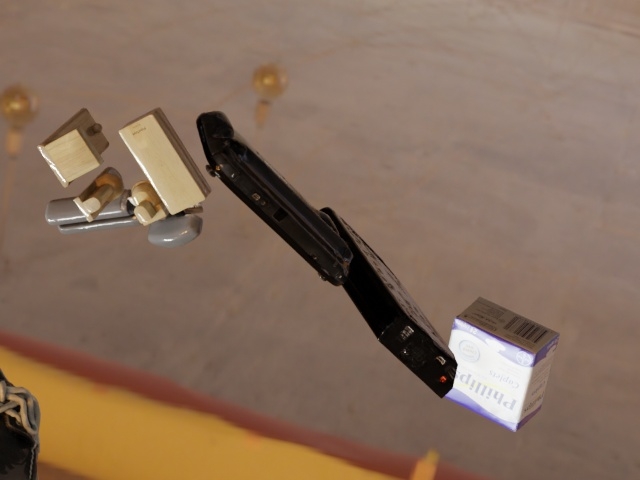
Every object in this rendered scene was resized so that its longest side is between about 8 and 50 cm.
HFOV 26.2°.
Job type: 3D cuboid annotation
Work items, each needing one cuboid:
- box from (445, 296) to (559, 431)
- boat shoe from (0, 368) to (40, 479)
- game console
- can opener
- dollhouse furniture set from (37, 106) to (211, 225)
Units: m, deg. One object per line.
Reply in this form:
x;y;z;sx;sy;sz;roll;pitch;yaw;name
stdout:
0.241;0.168;1.864;0.126;0.137;0.072;25;-143;26;box
-0.299;0.165;1.215;0.113;0.105;0.306;19;-171;-25;boat shoe
0.000;0.000;1.317;0.361;0.044;0.213;45;-173;-36;game console
-0.321;-0.031;2.246;0.283;0.095;0.076;-7;154;23;can opener
-0.212;-0.103;1.618;0.151;0.144;0.123;-24;-163;25;dollhouse furniture set
